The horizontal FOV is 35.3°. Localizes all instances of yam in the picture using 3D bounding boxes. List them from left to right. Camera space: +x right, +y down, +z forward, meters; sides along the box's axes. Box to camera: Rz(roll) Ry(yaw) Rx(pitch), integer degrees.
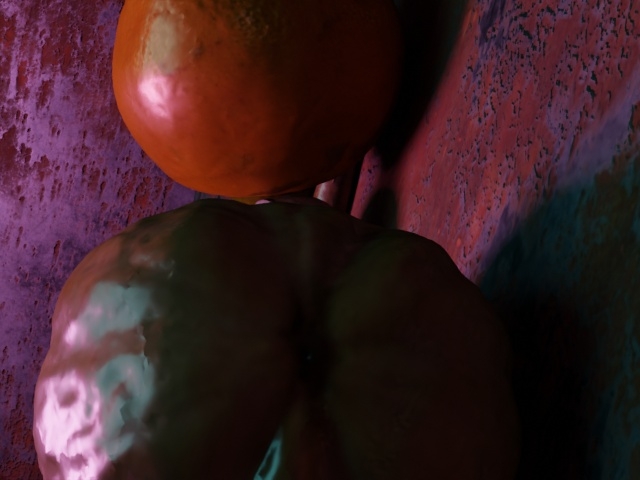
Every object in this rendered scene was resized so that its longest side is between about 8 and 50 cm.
[{"bbox_3d":[0.000,0.000,1.200,0.046,0.046,0.264,-133,54,-74],"label":"yam"}]

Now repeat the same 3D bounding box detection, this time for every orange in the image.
[{"bbox_3d":[-0.063,-0.191,1.053,0.312,0.312,0.312,-168,90,-77],"label":"orange"}]

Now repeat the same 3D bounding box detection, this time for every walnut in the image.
[{"bbox_3d":[-0.032,0.126,0.674,0.344,0.306,0.306,110,165,-56],"label":"walnut"}]

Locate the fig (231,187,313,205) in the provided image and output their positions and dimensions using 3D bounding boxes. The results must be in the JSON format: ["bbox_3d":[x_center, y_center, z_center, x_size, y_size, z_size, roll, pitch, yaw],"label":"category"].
[{"bbox_3d":[-0.049,-0.083,1.406,0.127,0.185,0.133,-9,58,34],"label":"fig"}]

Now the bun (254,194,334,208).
[{"bbox_3d":[-0.013,0.039,1.062,0.173,0.120,0.172,-175,90,-71],"label":"bun"}]
